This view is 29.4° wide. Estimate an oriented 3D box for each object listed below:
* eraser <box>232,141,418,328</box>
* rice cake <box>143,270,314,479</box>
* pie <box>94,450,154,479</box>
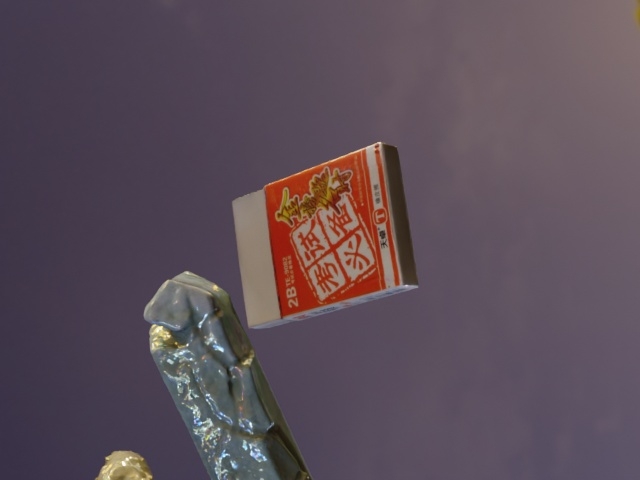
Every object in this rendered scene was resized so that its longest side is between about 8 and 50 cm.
[{"bbox_3d":[0.000,0.000,1.351,0.038,0.230,0.157,5,-108,-49],"label":"eraser"},{"bbox_3d":[-0.024,0.175,0.786,0.336,0.063,0.066,63,-175,-5],"label":"rice cake"},{"bbox_3d":[-0.196,0.367,1.166,0.077,0.339,0.339,6,-116,-14],"label":"pie"}]
